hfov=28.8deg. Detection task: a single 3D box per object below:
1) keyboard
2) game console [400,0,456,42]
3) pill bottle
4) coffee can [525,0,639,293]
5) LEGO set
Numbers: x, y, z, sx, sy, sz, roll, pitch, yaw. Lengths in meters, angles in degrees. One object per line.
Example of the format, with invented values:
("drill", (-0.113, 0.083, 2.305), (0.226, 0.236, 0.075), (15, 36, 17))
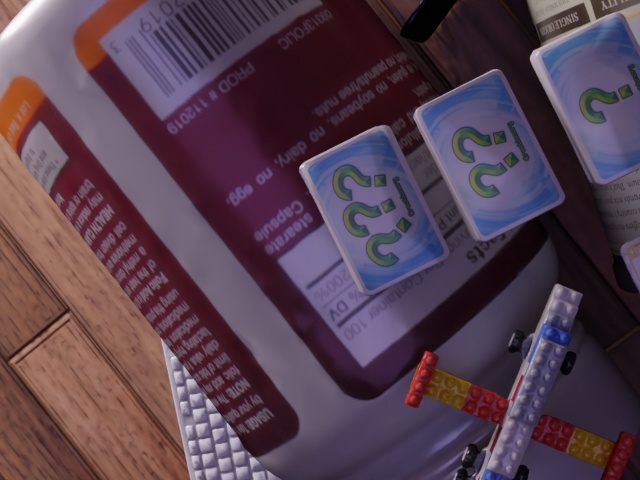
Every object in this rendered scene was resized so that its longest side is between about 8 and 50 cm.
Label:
("keyboard", (-0.076, 0.068, 0.878), (0.072, 0.014, 0.256), (-10, 96, 11))
("game console", (0.070, -0.185, 0.763), (0.071, 0.122, 0.107), (-20, 93, 12))
("pill bottle", (0.000, 0.000, 0.749), (0.224, 0.224, 0.392), (-38, 90, 12))
("coffee can", (0.222, -0.132, 0.703), (0.201, 0.201, 0.275), (-19, 94, 12))
("LEGO set", (0.120, 0.033, 0.611), (0.182, 0.060, 0.244), (-25, 90, 2))
